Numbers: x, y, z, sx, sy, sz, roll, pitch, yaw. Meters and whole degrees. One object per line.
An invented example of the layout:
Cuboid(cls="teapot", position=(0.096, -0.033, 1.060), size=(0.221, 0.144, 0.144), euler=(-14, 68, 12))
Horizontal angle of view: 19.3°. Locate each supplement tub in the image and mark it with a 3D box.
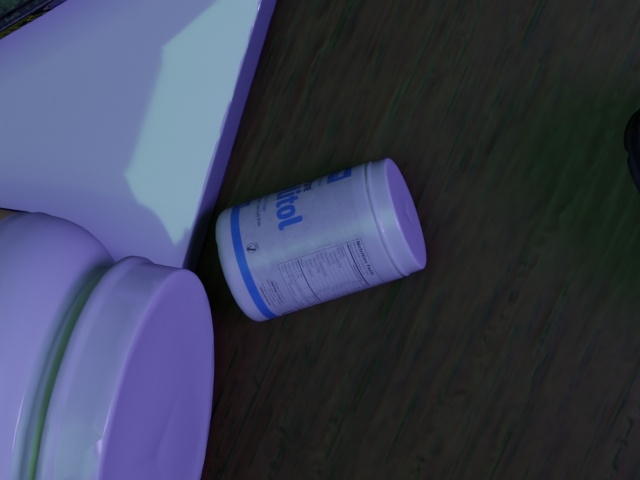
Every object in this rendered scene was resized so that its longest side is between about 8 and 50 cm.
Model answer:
Cuboid(cls="supplement tub", position=(-0.247, 0.091, 1.061), size=(0.331, 0.241, 0.241), euler=(8, 95, 12))
Cuboid(cls="supplement tub", position=(0.000, 0.000, 1.087), size=(0.107, 0.071, 0.071), euler=(-19, 89, 13))

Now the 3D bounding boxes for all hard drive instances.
Cuboid(cls="hard drive", position=(-0.195, -0.114, 1.139), size=(0.308, 0.040, 0.203), euler=(18, 97, 11))

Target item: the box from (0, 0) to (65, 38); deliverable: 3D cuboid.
Cuboid(cls="box", position=(-0.271, -0.222, 1.080), size=(0.216, 0.060, 0.270), euler=(-28, 95, 13))

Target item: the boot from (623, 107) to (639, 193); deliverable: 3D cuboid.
Cuboid(cls="boot", position=(0.336, -0.012, 0.936), size=(0.338, 0.118, 0.222), euler=(37, 140, -1))
